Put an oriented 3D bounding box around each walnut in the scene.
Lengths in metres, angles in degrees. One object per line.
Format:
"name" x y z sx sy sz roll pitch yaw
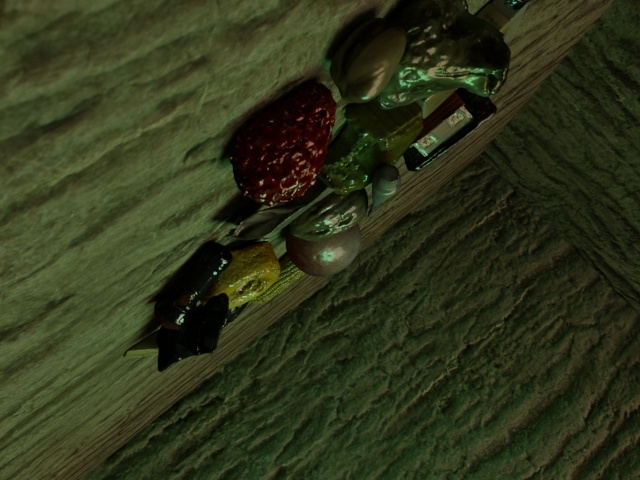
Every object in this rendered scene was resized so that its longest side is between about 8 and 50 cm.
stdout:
"walnut" 0.016 -0.086 1.467 0.230 0.178 0.178 -36 170 0

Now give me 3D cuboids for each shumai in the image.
"shumai" 0.217 -0.322 1.058 0.261 0.222 0.225 -41 174 24

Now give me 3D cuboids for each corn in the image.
"corn" -0.129 0.120 1.972 0.293 0.106 0.106 -40 170 -3

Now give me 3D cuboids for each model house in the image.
"model house" 0.312 -0.363 1.580 0.294 0.154 0.207 -37 -144 23

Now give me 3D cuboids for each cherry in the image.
"cherry" 0.006 0.007 1.686 0.239 0.206 0.239 -33 179 -1

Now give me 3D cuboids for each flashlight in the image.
"flashlight" -0.293 0.104 1.296 0.232 0.093 0.093 -48 169 20

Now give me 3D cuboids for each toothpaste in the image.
"toothpaste" 0.153 -0.125 1.370 0.099 0.068 0.282 -35 172 -5

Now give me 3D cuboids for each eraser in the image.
"eraser" 0.358 -0.464 1.391 0.343 0.078 0.144 -43 171 3

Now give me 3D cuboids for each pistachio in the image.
"pistachio" 0.082 -0.300 0.935 0.149 0.113 0.113 -44 170 7

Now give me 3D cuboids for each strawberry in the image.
"strawberry" -0.038 -0.155 0.967 0.236 0.111 0.190 -50 149 4

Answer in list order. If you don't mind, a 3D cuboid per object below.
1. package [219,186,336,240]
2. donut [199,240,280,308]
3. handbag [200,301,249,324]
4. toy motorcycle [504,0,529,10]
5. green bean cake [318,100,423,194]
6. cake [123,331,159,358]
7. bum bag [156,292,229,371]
"package" -0.082 -0.055 1.235 0.251 0.062 0.204 -22 -175 8
"donut" -0.225 0.095 1.485 0.254 0.118 0.253 -26 161 -10
"handbag" -0.323 0.236 1.761 0.254 0.088 0.211 -31 168 -33
"toy motorcycle" 0.403 -0.558 1.087 0.159 0.106 0.270 -48 158 15
"green bean cake" 0.115 -0.230 1.324 0.233 0.124 0.236 -34 168 -39
"cake" -0.475 0.299 1.536 0.121 0.065 0.052 -25 159 -38
"bum bag" -0.326 0.239 1.409 0.095 0.144 0.340 22 146 -36
